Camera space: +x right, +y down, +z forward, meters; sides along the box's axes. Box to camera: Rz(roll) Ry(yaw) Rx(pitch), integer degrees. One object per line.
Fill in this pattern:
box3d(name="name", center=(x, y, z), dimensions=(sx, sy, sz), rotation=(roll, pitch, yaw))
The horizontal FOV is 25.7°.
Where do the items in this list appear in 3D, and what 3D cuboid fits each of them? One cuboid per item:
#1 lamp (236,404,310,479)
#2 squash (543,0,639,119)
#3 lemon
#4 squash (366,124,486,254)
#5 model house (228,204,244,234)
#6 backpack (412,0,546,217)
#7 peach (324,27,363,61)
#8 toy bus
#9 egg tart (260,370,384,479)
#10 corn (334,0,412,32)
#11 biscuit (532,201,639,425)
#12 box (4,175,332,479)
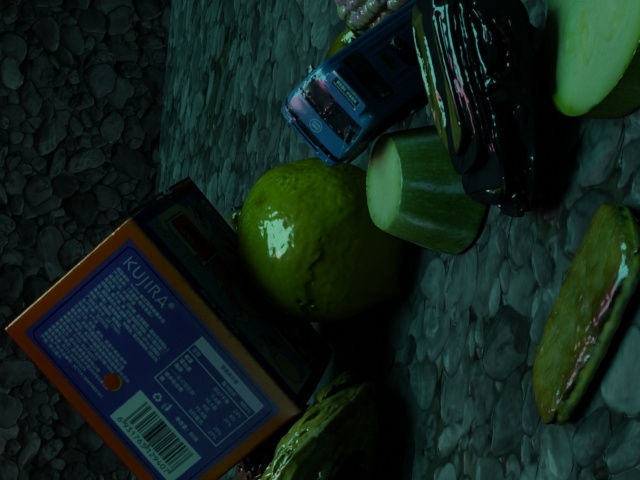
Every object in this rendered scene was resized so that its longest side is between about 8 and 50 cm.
box3d(name="lamp", center=(-0.043, 0.334, 2.106), dimensions=(0.182, 0.140, 0.182), rotation=(-41, 36, 39))
box3d(name="squash", center=(0.293, -0.245, 1.394), dimensions=(0.252, 0.049, 0.252), rotation=(-172, 90, -76))
box3d(name="lemon", center=(-0.004, -0.002, 1.935), dimensions=(0.253, 0.228, 0.228), rotation=(25, 108, 56))
box3d(name="squash", center=(0.131, -0.067, 1.730), dimensions=(0.170, 0.123, 0.170), rotation=(-178, 90, -70))
box3d(name="model house", center=(-0.042, 0.049, 2.217), dimensions=(0.268, 0.173, 0.239), rotation=(6, -103, -77))
box3d(name="backpack", center=(0.184, -0.151, 1.522), dimensions=(0.206, 0.133, 0.258), rotation=(135, 127, -88))
box3d(name="peach", center=(0.065, -0.227, 1.992), dimensions=(0.118, 0.151, 0.151), rotation=(-64, 22, 15))
box3d(name="toy bus", center=(0.075, -0.204, 1.752), dimensions=(0.113, 0.246, 0.134), rotation=(49, 145, 4))
box3d(name="egg tart", center=(0.007, 0.319, 1.878), dimensions=(0.297, 0.132, 0.297), rotation=(-53, -11, -15))
box3d(name="corn", center=(0.118, -0.383, 1.886), dimensions=(0.335, 0.126, 0.126), rotation=(141, 134, -64))
box3d(name="biscuit", center=(0.262, 0.075, 1.385), dimensions=(0.118, 0.029, 0.247), rotation=(-95, 20, -55))
box3d(name="box", center=(-0.196, 0.138, 1.969), dimensions=(0.257, 0.348, 0.318), rotation=(-41, 1, 13))
